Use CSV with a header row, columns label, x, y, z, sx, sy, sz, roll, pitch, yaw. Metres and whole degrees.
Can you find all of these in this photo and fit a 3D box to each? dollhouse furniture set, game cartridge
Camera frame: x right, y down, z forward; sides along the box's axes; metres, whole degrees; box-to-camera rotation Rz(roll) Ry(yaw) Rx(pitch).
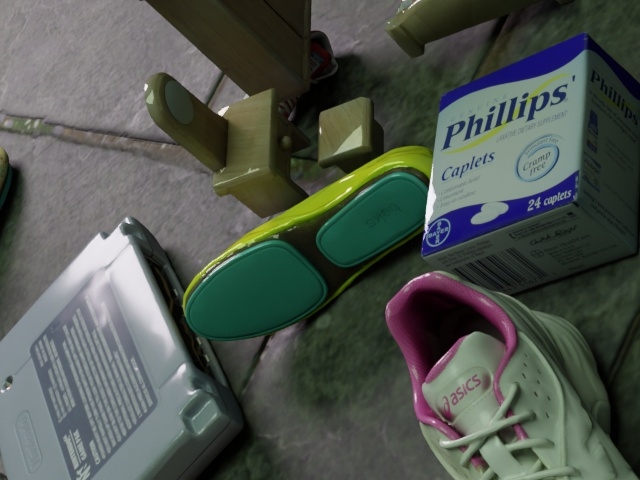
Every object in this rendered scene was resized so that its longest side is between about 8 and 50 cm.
label,x,y,z,sx,sy,sz,roll,pitch,yaw
dollhouse furniture set,0.056,-0.223,1.246,0.355,0.174,0.303,-19,52,28
game cartridge,-0.174,0.125,1.361,0.196,0.060,0.294,-44,36,9

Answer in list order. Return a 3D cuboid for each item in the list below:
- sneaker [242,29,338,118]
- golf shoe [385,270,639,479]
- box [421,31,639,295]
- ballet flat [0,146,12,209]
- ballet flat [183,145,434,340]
label,x,y,z,sx,sy,sz,roll,pitch,yaw
sneaker,-0.026,-0.123,1.402,0.067,0.042,0.118,-18,46,45
golf shoe,0.114,0.134,0.938,0.115,0.140,0.306,-43,38,14
box,0.139,-0.046,1.117,0.126,0.072,0.137,-21,46,38
ballet flat,-0.415,0.038,1.664,0.123,0.123,0.349,1,62,50
ballet flat,0.000,0.000,1.256,0.231,0.077,0.077,-32,19,25
